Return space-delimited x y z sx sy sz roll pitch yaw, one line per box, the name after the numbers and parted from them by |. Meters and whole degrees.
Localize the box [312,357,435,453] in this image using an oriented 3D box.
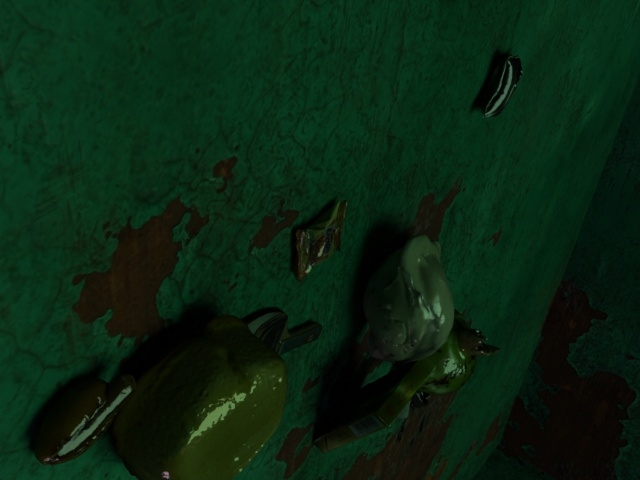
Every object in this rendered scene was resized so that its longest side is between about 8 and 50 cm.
0.105 0.344 1.770 0.173 0.043 0.311 -43 179 -33 | box

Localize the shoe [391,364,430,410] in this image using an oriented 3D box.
0.219 0.365 2.090 0.099 0.112 0.227 -3 117 -63 | shoe

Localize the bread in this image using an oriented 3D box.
-0.164 0.237 1.187 0.270 0.148 0.270 -41 151 -28 | bread

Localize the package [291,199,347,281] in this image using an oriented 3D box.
-0.001 0.001 1.373 0.121 0.031 0.108 -37 147 -41 | package

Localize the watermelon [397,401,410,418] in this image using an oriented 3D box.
0.147 0.366 1.883 0.094 0.081 0.180 -14 155 -36 | watermelon

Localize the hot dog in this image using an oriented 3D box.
-0.285 0.215 1.036 0.140 0.060 0.090 -47 157 -34 | hot dog

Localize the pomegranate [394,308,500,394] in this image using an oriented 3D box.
0.279 0.239 1.925 0.211 0.263 0.211 22 60 -45 | pomegranate

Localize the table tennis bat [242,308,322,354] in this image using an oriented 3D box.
-0.091 0.183 1.416 0.301 0.022 0.173 -11 127 -56 | table tennis bat

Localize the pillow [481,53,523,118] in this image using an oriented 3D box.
0.359 -0.306 1.700 0.091 0.055 0.135 -85 -163 -69 | pillow

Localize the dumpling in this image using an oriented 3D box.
0.194 0.106 1.664 0.243 0.187 0.318 -42 158 -39 | dumpling
